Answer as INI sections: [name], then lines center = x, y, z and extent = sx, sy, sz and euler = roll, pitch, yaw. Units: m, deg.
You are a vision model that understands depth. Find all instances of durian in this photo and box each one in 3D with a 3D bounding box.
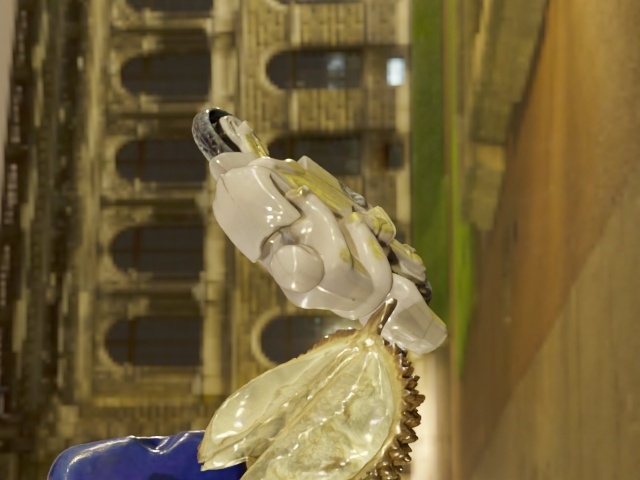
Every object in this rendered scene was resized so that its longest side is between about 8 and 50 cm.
[durian]
center = 0.007, 0.096, 0.664
extent = 0.140, 0.110, 0.071
euler = -53, -37, -16

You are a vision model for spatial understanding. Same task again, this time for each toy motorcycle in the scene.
[toy motorcycle]
center = 0.000, 0.000, 1.345
extent = 0.108, 0.340, 0.223
euler = -44, 24, 21

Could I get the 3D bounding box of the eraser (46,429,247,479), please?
[eraser]
center = -0.111, 0.307, 0.906
extent = 0.101, 0.155, 0.332
euler = 128, 135, -69
